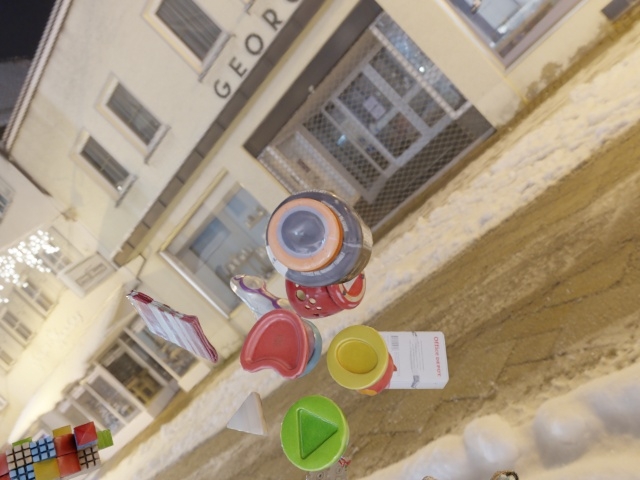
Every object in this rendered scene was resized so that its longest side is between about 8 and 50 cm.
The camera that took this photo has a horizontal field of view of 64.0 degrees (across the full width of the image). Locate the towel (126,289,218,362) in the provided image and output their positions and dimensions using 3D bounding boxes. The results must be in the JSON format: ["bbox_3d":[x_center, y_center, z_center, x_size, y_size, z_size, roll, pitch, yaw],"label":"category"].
[{"bbox_3d":[-0.513,0.297,1.781,0.037,0.329,0.237,-51,-36,-34],"label":"towel"}]

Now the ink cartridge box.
[{"bbox_3d":[0.347,0.476,2.028,0.117,0.283,0.207,85,-174,-60],"label":"ink cartridge box"}]

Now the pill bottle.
[{"bbox_3d":[0.000,0.000,0.716,0.130,0.130,0.246,-45,-10,5],"label":"pill bottle"}]

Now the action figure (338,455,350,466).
[{"bbox_3d":[0.040,0.614,1.504,0.038,0.115,0.030,3,-69,-44],"label":"action figure"}]

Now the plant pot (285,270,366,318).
[{"bbox_3d":[0.024,0.124,1.458,0.174,0.191,0.191,-12,25,38],"label":"plant pot"}]

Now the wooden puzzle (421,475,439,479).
[{"bbox_3d":[0.448,1.038,1.820,0.080,0.322,0.347,-32,-36,-77],"label":"wooden puzzle"}]

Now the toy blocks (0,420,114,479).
[{"bbox_3d":[-0.709,0.564,1.275,0.381,0.190,0.261,-12,-21,-30],"label":"toy blocks"}]

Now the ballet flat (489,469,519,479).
[{"bbox_3d":[0.437,0.624,1.261,0.067,0.073,0.206,-46,-16,33],"label":"ballet flat"}]

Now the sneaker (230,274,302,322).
[{"bbox_3d":[-0.197,0.223,1.680,0.114,0.305,0.152,-16,-49,-48],"label":"sneaker"}]

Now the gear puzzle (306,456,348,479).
[{"bbox_3d":[0.016,0.832,1.785,0.175,0.338,0.044,-1,7,-33],"label":"gear puzzle"}]

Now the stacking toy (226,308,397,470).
[{"bbox_3d":[-0.016,0.295,1.032,0.130,0.309,0.279,45,-118,-56],"label":"stacking toy"}]
